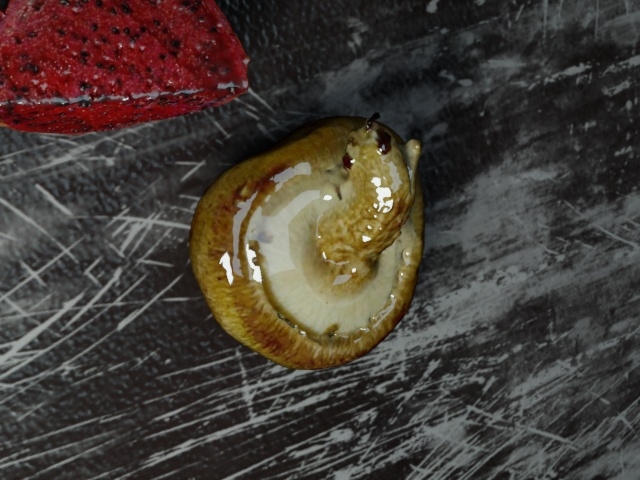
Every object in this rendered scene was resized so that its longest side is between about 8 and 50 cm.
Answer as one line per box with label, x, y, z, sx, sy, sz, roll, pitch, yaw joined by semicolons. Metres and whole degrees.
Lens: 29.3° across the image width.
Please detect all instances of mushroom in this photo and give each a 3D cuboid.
mushroom;0.000;0.000;1.553;0.345;0.259;0.345;-4;99;-29

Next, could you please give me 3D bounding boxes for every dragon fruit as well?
dragon fruit;-0.261;-0.236;1.450;0.317;0.152;0.205;-6;80;-20
